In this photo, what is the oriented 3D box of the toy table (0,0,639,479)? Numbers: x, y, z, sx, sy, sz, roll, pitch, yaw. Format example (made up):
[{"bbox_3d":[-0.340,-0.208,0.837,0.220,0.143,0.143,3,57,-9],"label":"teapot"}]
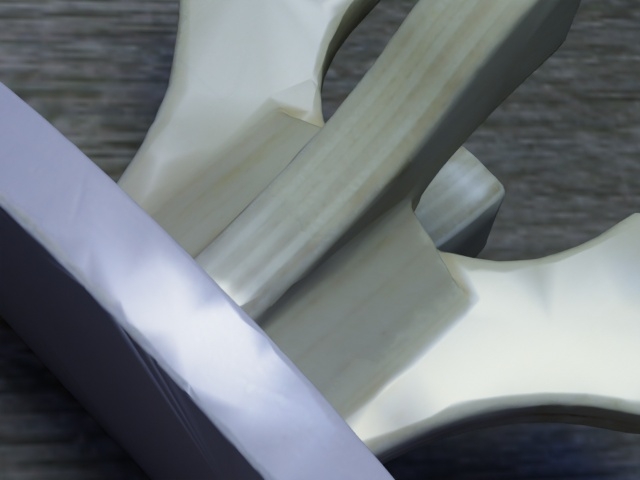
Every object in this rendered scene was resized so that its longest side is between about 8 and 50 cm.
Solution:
[{"bbox_3d":[0.000,0.000,0.585,0.161,0.252,0.274,-41,88,-16],"label":"toy table"}]
